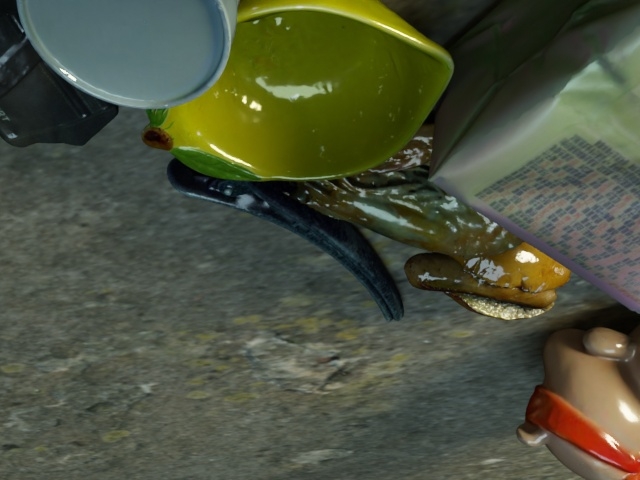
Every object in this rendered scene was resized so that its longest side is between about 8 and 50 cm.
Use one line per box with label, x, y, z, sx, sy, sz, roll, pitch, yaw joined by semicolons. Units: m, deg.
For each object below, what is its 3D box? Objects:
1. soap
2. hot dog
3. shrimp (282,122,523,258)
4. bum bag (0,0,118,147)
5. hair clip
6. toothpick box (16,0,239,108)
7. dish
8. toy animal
soap;0.194;-0.077;0.474;0.199;0.138;0.182;28;134;-23
hot dog;0.142;0.026;0.665;0.140;0.060;0.089;23;133;-13
shrimp;0.068;-0.048;0.589;0.217;0.051;0.115;12;117;-6
bum bag;-0.215;-0.140;0.530;0.087;0.049;0.197;-25;135;0
hair clip;0.000;0.000;0.666;0.083;0.048;0.275;-29;129;29
toothpick box;-0.084;-0.155;0.409;0.101;0.153;0.101;4;140;3
dish;-0.018;-0.111;0.510;0.208;0.080;0.148;-9;141;15
toy animal;0.293;0.152;0.729;0.171;0.171;0.198;35;125;-30
